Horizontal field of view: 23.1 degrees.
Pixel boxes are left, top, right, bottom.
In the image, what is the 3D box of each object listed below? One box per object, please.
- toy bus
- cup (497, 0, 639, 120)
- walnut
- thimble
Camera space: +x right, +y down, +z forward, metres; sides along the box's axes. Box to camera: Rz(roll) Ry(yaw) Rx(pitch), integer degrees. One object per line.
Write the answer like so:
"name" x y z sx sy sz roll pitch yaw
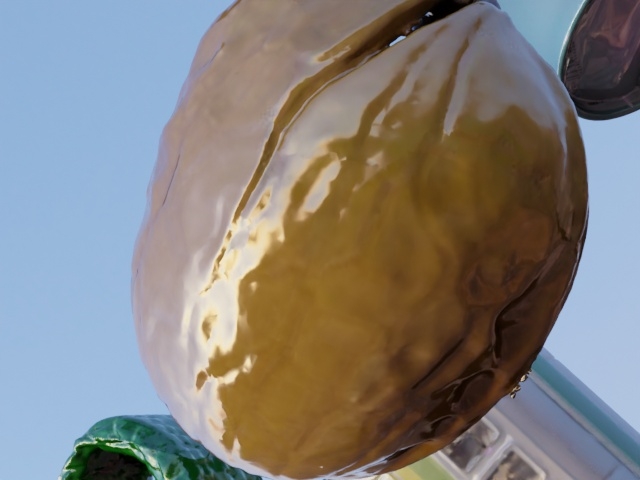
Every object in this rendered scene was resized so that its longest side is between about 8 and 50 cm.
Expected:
"toy bus" 0.177 0.211 1.141 0.143 0.305 0.179 -19 -32 -57
"cup" 0.167 -0.194 1.001 0.299 0.173 0.167 5 -53 -45
"walnut" -0.001 0.002 0.550 0.087 0.167 0.211 -23 -41 -65
"thimble" -0.100 0.169 0.990 0.090 0.130 0.118 9 -89 -51
